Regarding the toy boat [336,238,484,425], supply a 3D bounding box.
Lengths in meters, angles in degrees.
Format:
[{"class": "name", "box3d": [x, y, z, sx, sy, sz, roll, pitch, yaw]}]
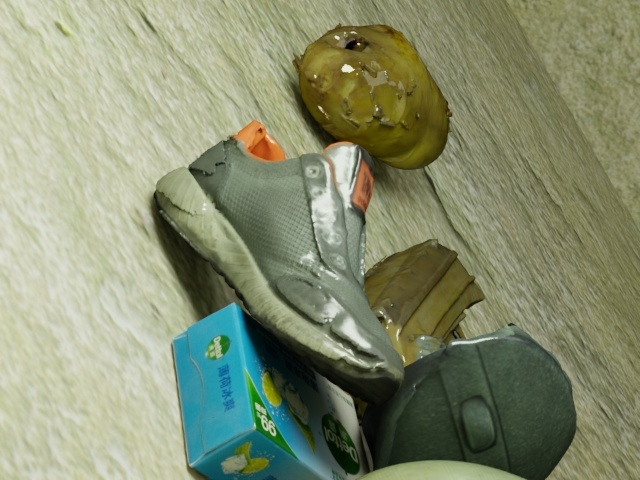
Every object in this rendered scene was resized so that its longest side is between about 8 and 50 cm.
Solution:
[{"class": "toy boat", "box3d": [0.103, 0.107, 1.908, 0.162, 0.136, 0.445, 64, 18, -6]}]

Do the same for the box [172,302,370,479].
[{"class": "box", "box3d": [-0.038, 0.163, 1.551, 0.194, 0.073, 0.139, 42, 25, -43]}]

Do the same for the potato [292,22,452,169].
[{"class": "potato", "box3d": [0.069, -0.179, 2.205, 0.300, 0.140, 0.173, 21, 50, -63]}]

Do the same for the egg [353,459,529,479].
[{"class": "egg", "box3d": [0.120, 0.291, 1.471, 0.295, 0.218, 0.218, 6, 44, -15]}]

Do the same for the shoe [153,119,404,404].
[{"class": "shoe", "box3d": [0.000, 0.000, 1.580, 0.336, 0.171, 0.132, 44, 1, 41]}]

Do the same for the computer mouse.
[{"class": "computer mouse", "box3d": [0.140, 0.194, 1.672, 0.374, 0.203, 0.114, 75, -7, -68]}]
